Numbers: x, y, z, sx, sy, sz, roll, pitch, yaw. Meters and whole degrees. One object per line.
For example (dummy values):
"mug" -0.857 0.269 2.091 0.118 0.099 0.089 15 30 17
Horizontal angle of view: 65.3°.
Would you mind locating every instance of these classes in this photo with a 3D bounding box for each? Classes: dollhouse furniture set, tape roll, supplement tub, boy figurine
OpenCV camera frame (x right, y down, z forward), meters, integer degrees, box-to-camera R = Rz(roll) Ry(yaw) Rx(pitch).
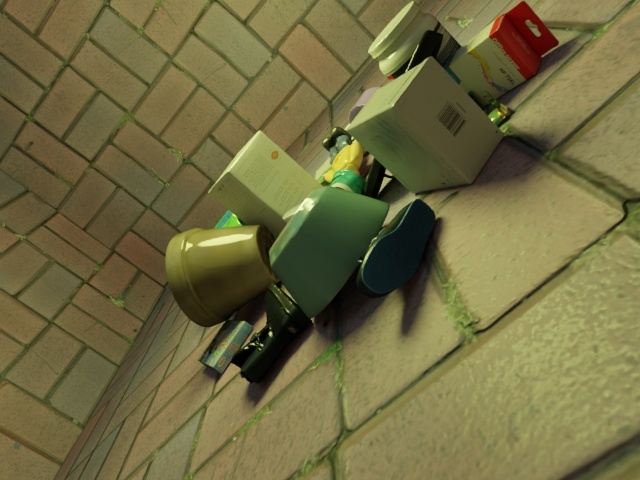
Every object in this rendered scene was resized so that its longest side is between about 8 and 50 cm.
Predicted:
"dollhouse furniture set" 0.357 -0.289 1.105 0.076 0.058 0.152 -44 17 21
"tape roll" 0.184 -0.361 1.503 0.080 0.189 0.189 -57 17 -21
"supplement tub" 0.281 -0.473 1.339 0.191 0.272 0.191 -46 16 17
"boy figurine" 0.069 -0.253 1.647 0.177 0.092 0.285 -43 33 27

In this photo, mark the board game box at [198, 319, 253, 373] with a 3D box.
"board game box" -0.295 0.320 1.536 0.160 0.039 0.211 -56 17 -21

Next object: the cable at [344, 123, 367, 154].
"cable" 0.171 -0.407 1.835 0.257 0.089 0.257 -49 17 3

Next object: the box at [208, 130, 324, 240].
"box" -0.154 -0.149 1.653 0.168 0.345 0.215 -30 25 51

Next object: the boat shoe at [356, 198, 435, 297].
"boat shoe" 0.142 0.026 0.944 0.258 0.109 0.089 -42 0 -40

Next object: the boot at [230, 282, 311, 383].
"boot" -0.138 0.222 1.224 0.207 0.094 0.246 -47 22 -4

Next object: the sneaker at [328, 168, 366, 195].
"sneaker" 0.042 -0.098 1.426 0.178 0.124 0.295 -49 0 -41

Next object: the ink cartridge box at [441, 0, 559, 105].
"ink cartridge box" 0.394 -0.405 1.129 0.231 0.134 0.078 -30 25 53

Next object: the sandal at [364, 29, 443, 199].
"sandal" 0.218 -0.280 1.240 0.167 0.107 0.446 -48 -19 -59

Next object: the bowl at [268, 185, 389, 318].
"bowl" 0.000 0.000 1.116 0.312 0.163 0.311 -54 3 4

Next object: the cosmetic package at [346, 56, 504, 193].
"cosmetic package" 0.211 -0.227 1.056 0.138 0.224 0.224 -53 16 -12

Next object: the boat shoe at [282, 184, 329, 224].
"boat shoe" -0.016 -0.096 1.539 0.095 0.084 0.258 -20 13 43

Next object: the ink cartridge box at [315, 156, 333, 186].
"ink cartridge box" 0.035 -0.242 1.871 0.109 0.062 0.209 -44 17 21

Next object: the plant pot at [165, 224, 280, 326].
"plant pot" -0.280 0.082 1.594 0.280 0.323 0.323 -20 25 15

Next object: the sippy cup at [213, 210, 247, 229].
"sippy cup" -0.271 -0.020 1.907 0.240 0.224 0.305 -40 18 33
